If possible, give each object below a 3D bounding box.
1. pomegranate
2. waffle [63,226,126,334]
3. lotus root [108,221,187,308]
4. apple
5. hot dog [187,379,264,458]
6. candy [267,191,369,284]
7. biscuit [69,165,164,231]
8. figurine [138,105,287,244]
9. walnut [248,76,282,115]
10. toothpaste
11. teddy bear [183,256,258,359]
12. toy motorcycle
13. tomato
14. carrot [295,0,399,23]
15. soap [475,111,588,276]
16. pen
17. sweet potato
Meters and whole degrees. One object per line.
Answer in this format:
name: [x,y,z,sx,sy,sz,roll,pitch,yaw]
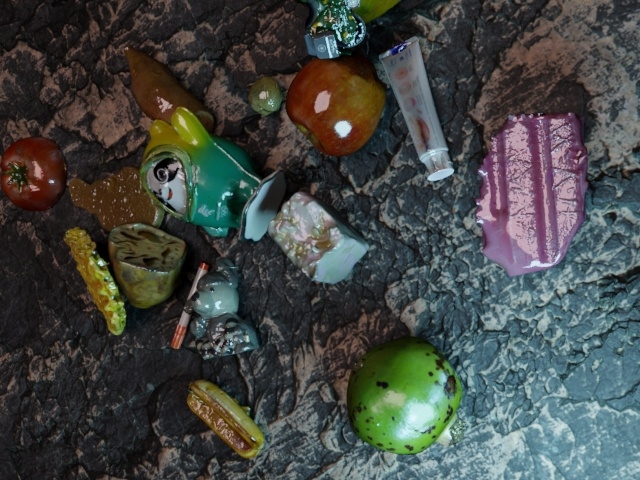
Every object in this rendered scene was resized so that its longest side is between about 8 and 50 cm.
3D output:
pomegranate: [0.183,0.328,1.489,0.271,0.254,0.254,30,101,11]
waffle: [-0.573,0.092,1.838,0.060,0.307,0.312,-26,65,-23]
lotus root: [-0.453,0.075,1.807,0.199,0.188,0.180,25,122,2]
apple: [0.040,-0.306,1.581,0.230,0.230,0.229,-1,88,25]
hot dog: [-0.232,0.425,1.761,0.250,0.076,0.104,36,122,25]
candy: [0.000,0.000,1.606,0.137,0.195,0.185,-46,67,11]
biscuit: [-0.549,-0.111,1.936,0.320,0.047,0.183,6,88,25]
figurine: [-0.267,-0.147,1.713,0.340,0.231,0.323,29,135,14]
walnut: [-0.132,-0.348,1.735,0.092,0.092,0.092,-1,88,25]
toothpaste: [0.215,-0.290,1.584,0.100,0.066,0.323,-23,74,27]
teddy bear: [-0.263,0.180,1.743,0.171,0.144,0.251,-33,73,28]
toy motorcycle: [-0.013,-0.486,1.424,0.187,0.274,0.124,-7,40,11]
tomato: [-0.830,-0.188,2.048,0.225,0.085,0.224,0,89,22]
carrot: [0.023,-0.617,1.556,0.242,0.341,0.241,-6,80,38]
soap: [0.426,-0.091,1.443,0.220,0.127,0.324,-2,88,25]
pen: [-0.332,0.165,1.836,0.028,0.028,0.239,24,98,23]
sweet potato: [-0.418,-0.381,1.839,0.337,0.131,0.131,45,106,19]
